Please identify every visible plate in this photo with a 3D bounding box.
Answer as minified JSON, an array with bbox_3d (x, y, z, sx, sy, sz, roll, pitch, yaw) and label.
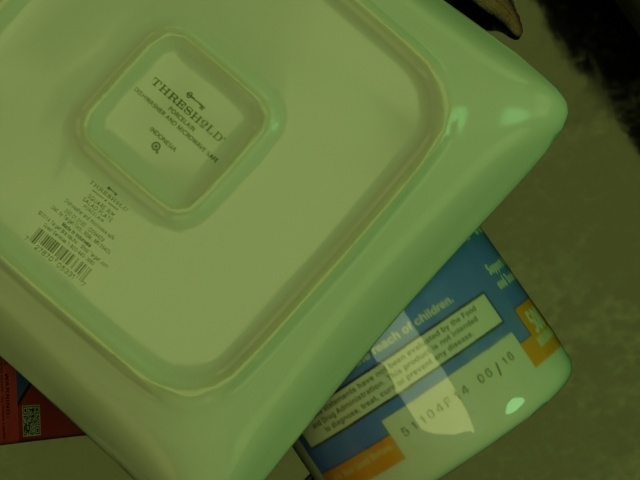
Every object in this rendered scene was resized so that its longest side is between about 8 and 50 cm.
[{"bbox_3d":[-0.067,-0.052,0.718,0.277,0.045,0.278,41,84,4],"label":"plate"}]

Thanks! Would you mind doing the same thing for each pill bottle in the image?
[{"bbox_3d":[0.000,0.000,0.812,0.152,0.152,0.272,-34,86,-4],"label":"pill bottle"}]

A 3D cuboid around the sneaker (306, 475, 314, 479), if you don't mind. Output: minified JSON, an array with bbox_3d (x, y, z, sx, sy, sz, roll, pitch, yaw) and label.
[{"bbox_3d":[-0.030,0.160,0.856,0.037,0.032,0.083,43,85,3],"label":"sneaker"}]

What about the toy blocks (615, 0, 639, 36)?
[{"bbox_3d":[0.258,-0.244,0.846,0.261,0.191,0.381,-32,85,-15],"label":"toy blocks"}]

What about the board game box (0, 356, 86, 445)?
[{"bbox_3d":[-0.152,-0.033,0.818,0.027,0.145,0.281,-6,84,21],"label":"board game box"}]

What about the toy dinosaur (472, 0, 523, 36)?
[{"bbox_3d":[0.007,-0.229,0.855,0.296,0.127,0.200,22,77,-4],"label":"toy dinosaur"}]
